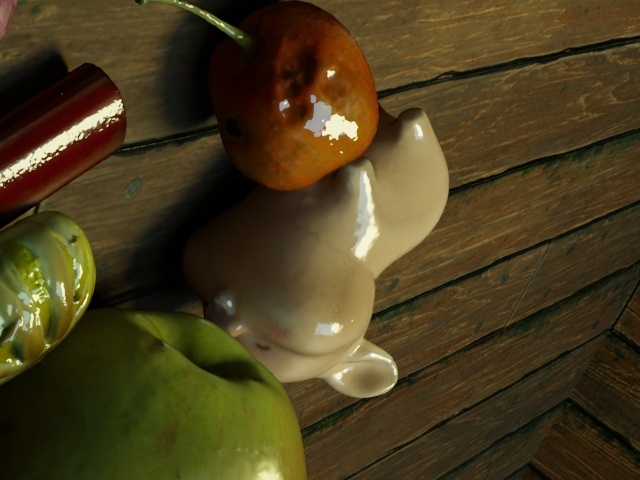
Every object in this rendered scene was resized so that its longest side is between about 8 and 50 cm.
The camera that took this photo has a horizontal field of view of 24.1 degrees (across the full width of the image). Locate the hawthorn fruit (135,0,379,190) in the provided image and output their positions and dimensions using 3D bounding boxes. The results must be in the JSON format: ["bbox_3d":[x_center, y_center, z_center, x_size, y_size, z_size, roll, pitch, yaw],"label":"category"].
[{"bbox_3d":[-0.060,-0.164,1.327,0.165,0.165,0.285,-51,134,-4],"label":"hawthorn fruit"}]

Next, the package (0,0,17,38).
[{"bbox_3d":[-0.239,-0.164,1.077,0.083,0.029,0.059,-59,161,-6],"label":"package"}]

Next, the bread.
[{"bbox_3d":[-0.260,0.059,1.180,0.213,0.104,0.213,-31,-173,4],"label":"bread"}]

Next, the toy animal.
[{"bbox_3d":[0.000,0.000,1.559,0.326,0.237,0.269,-36,141,-40],"label":"toy animal"}]

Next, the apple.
[{"bbox_3d":[-0.171,0.211,1.389,0.338,0.339,0.305,-13,124,-57],"label":"apple"}]

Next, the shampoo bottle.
[{"bbox_3d":[-0.267,-0.038,1.155,0.260,0.064,0.102,-39,165,-29],"label":"shampoo bottle"}]
